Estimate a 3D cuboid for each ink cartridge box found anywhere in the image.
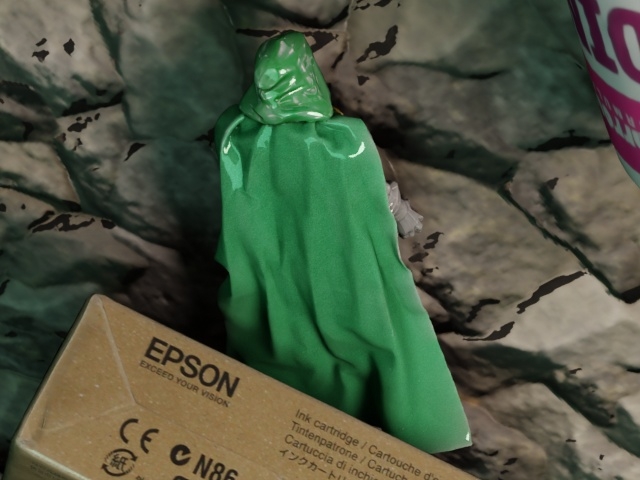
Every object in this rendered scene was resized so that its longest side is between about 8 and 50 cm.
[{"bbox_3d":[-0.039,0.131,0.856,0.234,0.088,0.193,27,163,-5],"label":"ink cartridge box"}]

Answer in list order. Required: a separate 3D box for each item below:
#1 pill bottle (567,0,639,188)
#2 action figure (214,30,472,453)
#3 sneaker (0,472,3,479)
[{"bbox_3d":[0.161,-0.102,0.564,0.160,0.160,0.283,-6,128,25],"label":"pill bottle"},{"bbox_3d":[0.000,0.000,0.788,0.137,0.063,0.232,7,136,18],"label":"action figure"},{"bbox_3d":[-0.170,0.256,1.065,0.108,0.100,0.272,5,132,10],"label":"sneaker"}]
